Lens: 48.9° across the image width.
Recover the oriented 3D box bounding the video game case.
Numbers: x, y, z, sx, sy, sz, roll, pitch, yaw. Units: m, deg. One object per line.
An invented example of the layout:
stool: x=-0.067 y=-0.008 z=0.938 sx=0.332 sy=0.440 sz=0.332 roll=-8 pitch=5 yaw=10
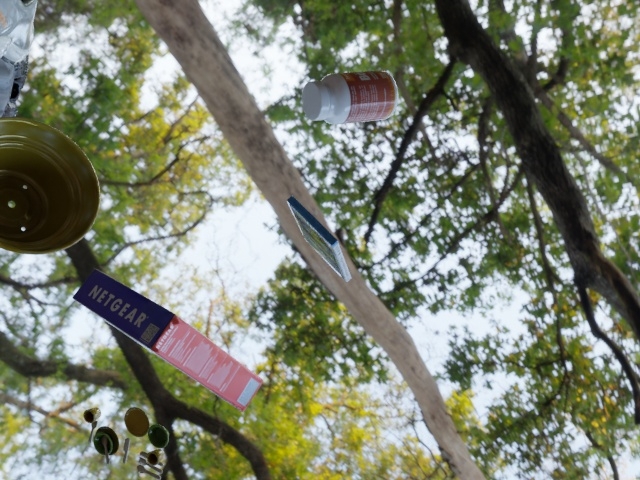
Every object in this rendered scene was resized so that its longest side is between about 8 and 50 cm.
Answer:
video game case: x=0.000 y=0.000 z=1.219 sx=0.015 sy=0.166 sz=0.119 roll=-41 pitch=-115 yaw=-8

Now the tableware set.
tableware set: x=-0.301 y=0.302 z=1.084 sx=0.154 sy=0.024 sz=0.104 roll=20 pitch=-76 yaw=21

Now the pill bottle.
pill bottle: x=0.069 y=-0.343 z=1.693 sx=0.216 sy=0.121 sz=0.121 roll=-12 pitch=-146 yaw=-31

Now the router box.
router box: x=-0.327 y=0.210 z=1.504 sx=0.335 sy=0.301 sz=0.082 roll=18 pitch=-111 yaw=45

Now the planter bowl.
planter bowl: x=-0.451 y=-0.068 z=1.054 sx=0.090 sy=0.217 sz=0.217 roll=-27 pitch=-140 yaw=46

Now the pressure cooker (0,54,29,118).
pressure cooker: x=-0.843 y=-0.379 z=1.362 sx=0.370 sy=0.420 sz=0.375 roll=43 pitch=-67 yaw=26

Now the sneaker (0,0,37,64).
sneaker: x=-0.371 y=-0.273 z=0.824 sx=0.108 sy=0.100 sz=0.271 roll=-48 pitch=-157 yaw=4
